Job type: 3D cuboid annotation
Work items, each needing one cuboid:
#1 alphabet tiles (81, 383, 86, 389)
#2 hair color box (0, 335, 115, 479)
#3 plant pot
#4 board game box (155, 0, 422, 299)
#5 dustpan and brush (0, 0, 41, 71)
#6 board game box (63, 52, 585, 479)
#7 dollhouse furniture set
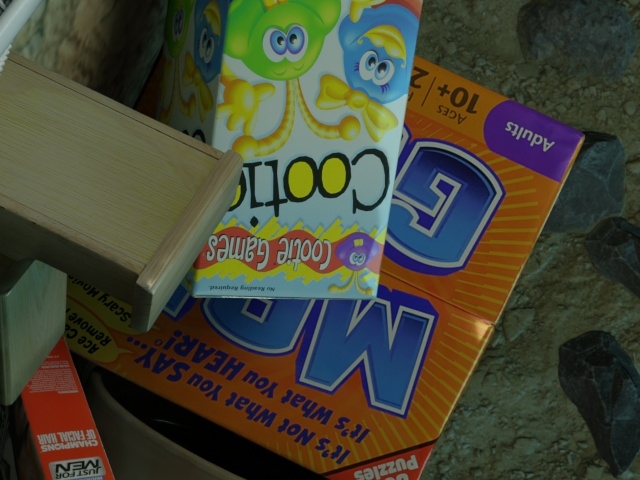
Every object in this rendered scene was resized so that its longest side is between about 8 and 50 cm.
[{"bbox_3d":[-0.333,0.319,1.193,0.343,0.011,0.285,-64,175,-6],"label":"alphabet tiles"},{"bbox_3d":[-0.213,0.155,0.814,0.167,0.053,0.093,56,-45,41],"label":"hair color box"},{"bbox_3d":[-0.110,0.301,0.938,0.323,0.323,0.280,4,110,-85],"label":"plant pot"},{"bbox_3d":[-0.031,-0.109,0.756,0.144,0.142,0.275,-148,-117,-62],"label":"board game box"},{"bbox_3d":[-0.177,-0.067,0.492,0.211,0.060,0.147,-59,-173,-7],"label":"dustpan and brush"},{"bbox_3d":[0.000,0.000,1.054,0.356,0.356,0.356,-64,175,0],"label":"board game box"},{"bbox_3d":[-0.159,0.026,0.651,0.212,0.161,0.242,-61,174,-38],"label":"dollhouse furniture set"}]
